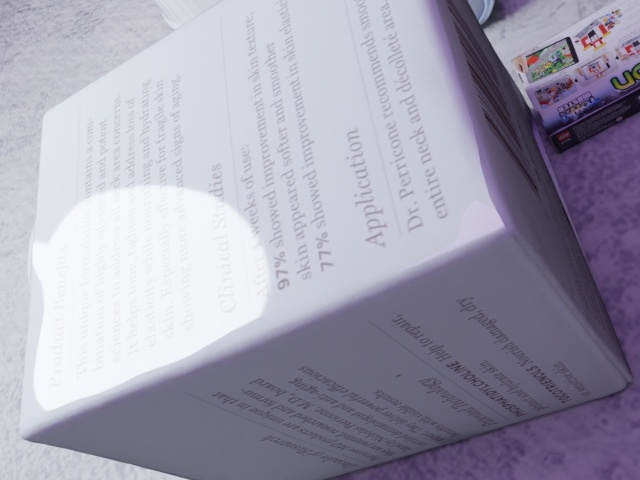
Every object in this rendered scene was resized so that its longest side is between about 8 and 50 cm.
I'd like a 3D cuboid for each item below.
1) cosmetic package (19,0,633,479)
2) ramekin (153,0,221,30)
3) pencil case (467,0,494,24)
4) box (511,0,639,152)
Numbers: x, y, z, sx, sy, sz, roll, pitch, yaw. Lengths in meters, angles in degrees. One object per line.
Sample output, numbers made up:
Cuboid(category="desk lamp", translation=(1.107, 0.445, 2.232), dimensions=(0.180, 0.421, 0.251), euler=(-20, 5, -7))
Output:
Cuboid(category="cosmetic package", translation=(0.000, 0.000, 0.678), dimensions=(0.393, 0.327, 0.330), euler=(-24, 55, 23))
Cuboid(category="ramekin", translation=(-0.174, -0.458, 1.163), dimensions=(0.272, 0.127, 0.273), euler=(-16, 60, 28))
Cuboid(category="pencil case", translation=(0.137, -0.369, 0.911), dimensions=(0.124, 0.113, 0.273), euler=(-24, 55, 41))
Cuboid(category="box", translation=(0.305, -0.185, 0.749), dimensions=(0.206, 0.036, 0.114), euler=(-28, 54, 21))
